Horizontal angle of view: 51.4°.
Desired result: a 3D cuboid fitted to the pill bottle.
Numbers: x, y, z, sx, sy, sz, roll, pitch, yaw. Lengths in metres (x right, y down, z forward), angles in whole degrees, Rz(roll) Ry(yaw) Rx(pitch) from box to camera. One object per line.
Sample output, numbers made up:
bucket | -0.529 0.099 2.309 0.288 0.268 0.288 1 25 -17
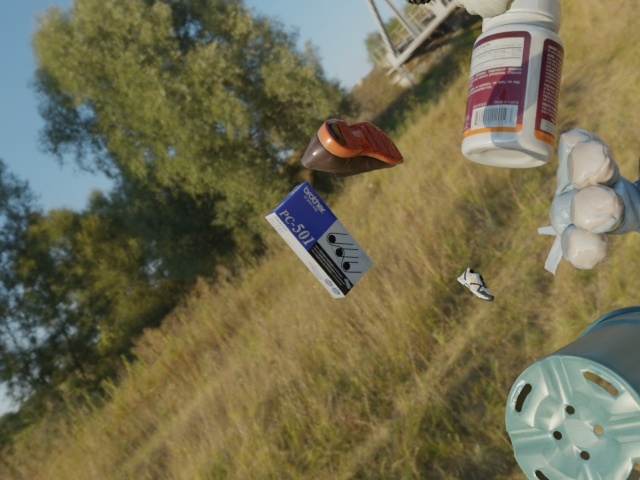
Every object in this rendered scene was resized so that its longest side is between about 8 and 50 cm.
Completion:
pill bottle | 0.482 -0.395 1.652 0.224 0.224 0.392 161 118 -76

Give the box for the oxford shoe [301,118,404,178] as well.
oxford shoe | 0.066 -0.173 1.314 0.271 0.097 0.098 2 -37 -50

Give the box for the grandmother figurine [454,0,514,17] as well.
grandmother figurine | 0.275 -0.362 0.692 0.342 0.104 0.207 -36 50 36

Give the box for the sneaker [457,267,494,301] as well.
sneaker | 0.362 0.101 1.526 0.043 0.040 0.109 -55 44 9

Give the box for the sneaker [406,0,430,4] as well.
sneaker | 0.283 -0.601 1.385 0.262 0.125 0.104 -15 -20 15

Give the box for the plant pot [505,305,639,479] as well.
plant pot | 0.518 0.298 1.160 0.334 0.341 0.341 -2 -26 -44

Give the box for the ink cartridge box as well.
ink cartridge box | 0.000 0.000 1.247 0.097 0.207 0.046 -48 15 -28

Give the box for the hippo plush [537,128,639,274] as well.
hippo plush | 0.530 -0.047 1.137 0.234 0.237 0.294 -82 -9 -47
